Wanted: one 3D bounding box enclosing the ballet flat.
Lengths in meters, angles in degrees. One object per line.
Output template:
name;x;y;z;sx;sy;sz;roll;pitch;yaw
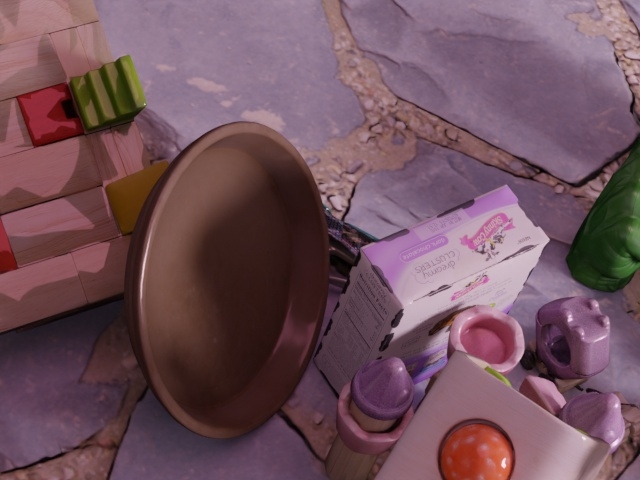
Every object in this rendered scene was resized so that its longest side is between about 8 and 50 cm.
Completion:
ballet flat;0.000;0.000;1.567;0.188;0.070;0.070;30;54;12

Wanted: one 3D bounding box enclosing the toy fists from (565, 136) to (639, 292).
toy fists;0.353;-0.068;1.650;0.096;0.142;0.279;34;55;10

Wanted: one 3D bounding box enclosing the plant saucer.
plant saucer;-0.082;0.034;1.424;0.041;0.278;0.278;5;46;33

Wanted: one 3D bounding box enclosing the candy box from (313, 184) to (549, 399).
candy box;0.097;0.055;1.467;0.165;0.196;0.070;-22;64;-27

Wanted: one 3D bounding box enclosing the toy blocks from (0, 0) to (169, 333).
toy blocks;-0.295;-0.062;1.443;0.261;0.191;0.381;-18;86;-23

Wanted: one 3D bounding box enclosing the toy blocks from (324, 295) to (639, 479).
toy blocks;0.203;0.171;1.375;0.309;0.260;0.288;-22;64;-26

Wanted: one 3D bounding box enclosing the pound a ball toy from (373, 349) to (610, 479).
pound a ball toy;0.127;0.229;1.189;0.208;0.136;0.319;34;94;23
